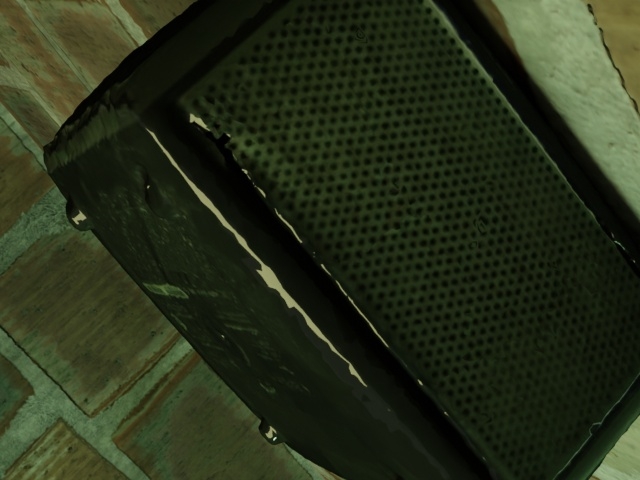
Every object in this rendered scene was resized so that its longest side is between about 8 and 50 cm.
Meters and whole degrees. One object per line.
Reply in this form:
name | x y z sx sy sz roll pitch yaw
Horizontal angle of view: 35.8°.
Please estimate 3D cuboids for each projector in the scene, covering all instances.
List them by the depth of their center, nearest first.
projector | 0.000 0.000 0.778 0.405 0.242 0.395 50 163 -14
